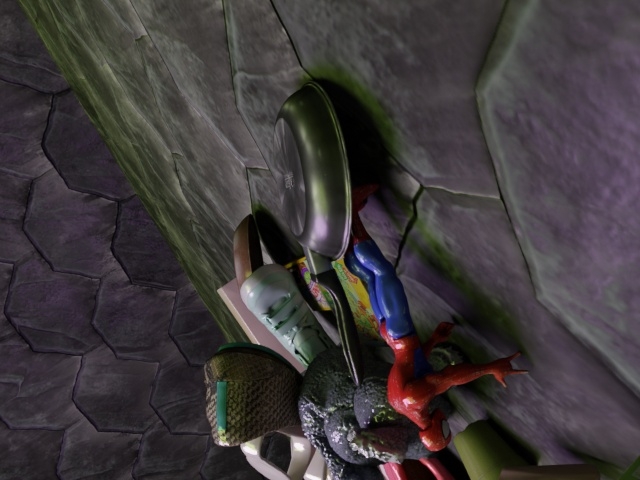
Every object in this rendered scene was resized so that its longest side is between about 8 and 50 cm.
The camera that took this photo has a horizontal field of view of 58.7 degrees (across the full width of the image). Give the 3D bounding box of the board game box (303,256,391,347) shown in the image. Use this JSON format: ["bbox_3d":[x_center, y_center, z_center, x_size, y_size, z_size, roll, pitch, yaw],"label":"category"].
[{"bbox_3d":[0.049,0.082,0.813,0.103,0.026,0.154,-10,114,54],"label":"board game box"}]

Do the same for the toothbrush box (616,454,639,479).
[{"bbox_3d":[0.241,0.334,0.405,0.206,0.283,0.122,60,161,-12],"label":"toothbrush box"}]

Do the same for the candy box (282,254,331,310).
[{"bbox_3d":[-0.005,0.071,0.961,0.105,0.027,0.206,53,162,-4],"label":"candy box"}]

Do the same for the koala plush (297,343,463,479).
[{"bbox_3d":[0.081,0.219,0.731,0.203,0.196,0.221,50,157,1],"label":"koala plush"}]

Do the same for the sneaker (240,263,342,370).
[{"bbox_3d":[-0.036,0.142,0.971,0.151,0.094,0.256,43,171,34],"label":"sneaker"}]

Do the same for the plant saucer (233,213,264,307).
[{"bbox_3d":[-0.134,0.050,1.073,0.198,0.036,0.199,-9,-90,-89],"label":"plant saucer"}]

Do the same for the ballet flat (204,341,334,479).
[{"bbox_3d":[-0.033,0.307,0.930,0.483,0.163,0.182,41,-135,-55],"label":"ballet flat"}]

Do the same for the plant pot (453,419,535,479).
[{"bbox_3d":[0.210,0.272,0.714,0.079,0.083,0.083,58,166,38],"label":"plant pot"}]

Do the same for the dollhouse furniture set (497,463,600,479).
[{"bbox_3d":[0.262,0.307,0.570,0.123,0.144,0.151,-24,100,41],"label":"dollhouse furniture set"}]

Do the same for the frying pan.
[{"bbox_3d":[-0.009,-0.014,0.652,0.197,0.053,0.326,-128,32,-60],"label":"frying pan"}]

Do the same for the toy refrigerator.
[{"bbox_3d":[-0.127,0.200,1.359,0.270,0.102,0.094,56,161,-2],"label":"toy refrigerator"}]

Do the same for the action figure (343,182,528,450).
[{"bbox_3d":[0.113,0.074,0.614,0.091,0.139,0.281,120,136,-72],"label":"action figure"}]

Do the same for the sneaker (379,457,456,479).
[{"bbox_3d":[0.200,0.453,0.922,0.314,0.116,0.136,49,173,19],"label":"sneaker"}]
